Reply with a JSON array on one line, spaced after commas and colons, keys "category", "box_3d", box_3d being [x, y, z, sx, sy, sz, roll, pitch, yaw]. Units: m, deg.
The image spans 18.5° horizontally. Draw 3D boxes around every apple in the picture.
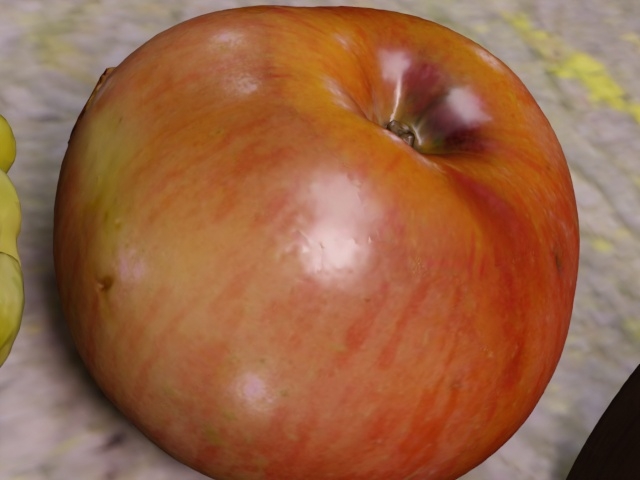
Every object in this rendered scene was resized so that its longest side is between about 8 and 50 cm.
[{"category": "apple", "box_3d": [0.000, 0.000, 0.747, 0.209, 0.164, 0.209, 19, 44, -19]}]

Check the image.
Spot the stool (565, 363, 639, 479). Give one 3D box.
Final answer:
[{"category": "stool", "box_3d": [0.234, 0.155, 0.752, 0.264, 0.179, 0.179, 27, 45, -10]}]

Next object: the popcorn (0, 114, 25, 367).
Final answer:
[{"category": "popcorn", "box_3d": [-0.208, -0.014, 0.588, 0.241, 0.235, 0.250, -11, 38, -11]}]
